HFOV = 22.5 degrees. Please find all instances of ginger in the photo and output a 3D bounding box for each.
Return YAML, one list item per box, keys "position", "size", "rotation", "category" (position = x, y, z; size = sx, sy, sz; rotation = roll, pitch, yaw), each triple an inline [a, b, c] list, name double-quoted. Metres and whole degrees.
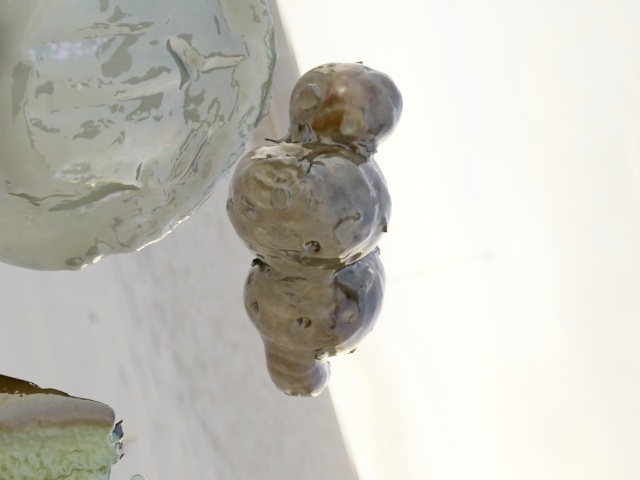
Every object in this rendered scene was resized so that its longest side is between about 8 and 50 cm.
- position: [0.000, 0.000, 1.770]
  size: [0.256, 0.176, 0.375]
  rotation: [-44, 142, -56]
  category: "ginger"

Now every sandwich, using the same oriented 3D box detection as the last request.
- position: [-0.261, 0.153, 1.111]
  size: [0.128, 0.236, 0.122]
  rotation: [-43, 132, -51]
  category: "sandwich"

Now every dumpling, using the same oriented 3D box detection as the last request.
- position: [-0.194, -0.155, 1.443]
  size: [0.233, 0.315, 0.395]
  rotation: [-123, -138, -75]
  category: "dumpling"

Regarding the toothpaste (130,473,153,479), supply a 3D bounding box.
- position: [-0.116, 0.235, 1.208]
  size: [0.197, 0.035, 0.057]
  rotation: [79, 26, -48]
  category: "toothpaste"
